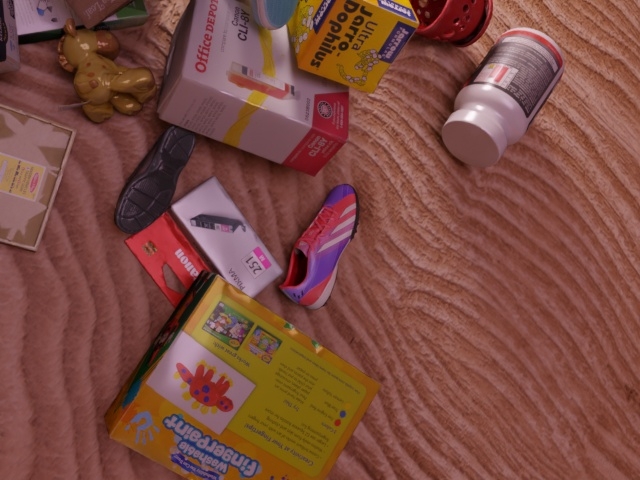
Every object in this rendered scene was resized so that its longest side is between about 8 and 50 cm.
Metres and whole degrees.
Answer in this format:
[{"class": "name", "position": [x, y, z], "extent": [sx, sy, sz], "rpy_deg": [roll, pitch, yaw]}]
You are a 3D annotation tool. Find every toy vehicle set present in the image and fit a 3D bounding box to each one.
[{"class": "toy vehicle set", "position": [-0.609, -0.125, 1.351], "extent": [0.166, 0.035, 0.267], "rpy_deg": [20, 76, -24]}]

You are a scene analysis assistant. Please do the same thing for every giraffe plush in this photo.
[{"class": "giraffe plush", "position": [-0.457, -0.355, 1.388], "extent": [0.210, 0.181, 0.170], "rpy_deg": [-14, 79, -44]}]

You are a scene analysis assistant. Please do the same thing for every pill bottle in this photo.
[{"class": "pill bottle", "position": [0.491, -0.386, 1.843], "extent": [0.210, 0.210, 0.363], "rpy_deg": [44, 67, -16]}]

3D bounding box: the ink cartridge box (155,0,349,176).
[{"class": "ink cartridge box", "position": [-0.137, -0.348, 1.504], "extent": [0.385, 0.160, 0.279], "rpy_deg": [17, 57, -24]}]

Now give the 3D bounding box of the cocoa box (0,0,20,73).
[{"class": "cocoa box", "position": [-0.703, -0.484, 1.196], "extent": [0.231, 0.228, 0.347], "rpy_deg": [-6, 87, 1]}]

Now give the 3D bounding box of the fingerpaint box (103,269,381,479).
[{"class": "fingerpaint box", "position": [-0.159, 0.337, 1.436], "extent": [0.445, 0.163, 0.371], "rpy_deg": [36, 79, -19]}]

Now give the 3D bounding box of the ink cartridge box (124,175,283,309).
[{"class": "ink cartridge box", "position": [-0.253, 0.035, 1.504], "extent": [0.239, 0.060, 0.275], "rpy_deg": [-40, 103, -26]}]

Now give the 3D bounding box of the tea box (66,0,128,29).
[{"class": "tea box", "position": [-0.332, -0.621, 1.298], "extent": [0.220, 0.329, 0.323], "rpy_deg": [54, 40, -24]}]

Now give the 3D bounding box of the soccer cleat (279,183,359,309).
[{"class": "soccer cleat", "position": [0.000, 0.000, 1.599], "extent": [0.116, 0.108, 0.318], "rpy_deg": [30, 75, -40]}]

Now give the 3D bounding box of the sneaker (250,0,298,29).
[{"class": "sneaker", "position": [-0.155, -0.598, 1.473], "extent": [0.127, 0.208, 0.319], "rpy_deg": [9, 82, -54]}]

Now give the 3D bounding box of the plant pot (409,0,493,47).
[{"class": "plant pot", "position": [0.350, -0.621, 1.810], "extent": [0.174, 0.191, 0.191], "rpy_deg": [8, 81, -31]}]

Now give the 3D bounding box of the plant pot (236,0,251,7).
[{"class": "plant pot", "position": [-0.192, -0.580, 1.580], "extent": [0.096, 0.109, 0.109], "rpy_deg": [18, 76, -11]}]

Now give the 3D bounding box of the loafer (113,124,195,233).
[{"class": "loafer", "position": [-0.360, -0.132, 1.463], "extent": [0.096, 0.084, 0.267], "rpy_deg": [38, 72, -32]}]

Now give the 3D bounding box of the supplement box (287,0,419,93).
[{"class": "supplement box", "position": [0.048, -0.528, 1.500], "extent": [0.195, 0.194, 0.356], "rpy_deg": [12, 44, -27]}]

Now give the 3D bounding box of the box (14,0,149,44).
[{"class": "box", "position": [-0.550, -0.545, 1.418], "extent": [0.322, 0.058, 0.232], "rpy_deg": [-19, 93, -26]}]
